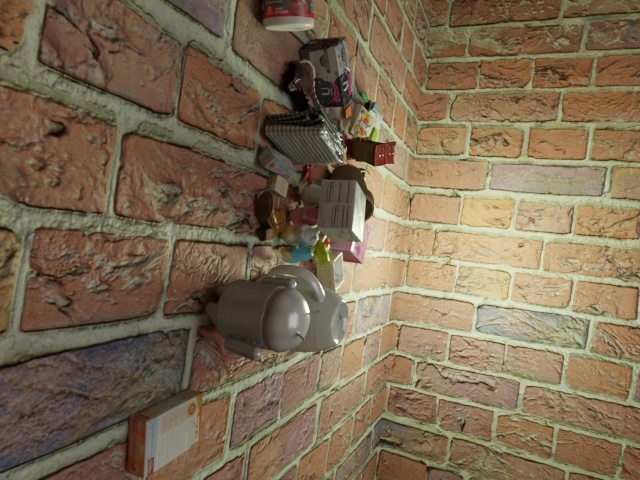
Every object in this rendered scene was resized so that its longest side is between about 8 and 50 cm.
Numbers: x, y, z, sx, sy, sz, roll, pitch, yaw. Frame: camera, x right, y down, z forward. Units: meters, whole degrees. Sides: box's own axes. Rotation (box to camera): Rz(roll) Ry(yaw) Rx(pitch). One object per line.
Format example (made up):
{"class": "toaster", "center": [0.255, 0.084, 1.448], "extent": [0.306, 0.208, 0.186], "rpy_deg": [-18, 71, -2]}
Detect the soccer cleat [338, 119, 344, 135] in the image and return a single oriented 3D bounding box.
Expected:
{"class": "soccer cleat", "center": [0.104, -0.552, 2.265], "extent": [0.029, 0.035, 0.083], "rpy_deg": [11, 86, -66]}

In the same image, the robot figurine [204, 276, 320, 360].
{"class": "robot figurine", "center": [-0.183, 0.234, 1.436], "extent": [0.200, 0.353, 0.300], "rpy_deg": [70, 34, -46]}

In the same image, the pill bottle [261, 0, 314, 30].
{"class": "pill bottle", "center": [-0.111, -0.871, 1.514], "extent": [0.176, 0.176, 0.319], "rpy_deg": [-35, 127, -60]}

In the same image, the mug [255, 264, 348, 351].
{"class": "mug", "center": [-0.084, 0.242, 1.695], "extent": [0.276, 0.328, 0.374], "rpy_deg": [-57, 145, -46]}

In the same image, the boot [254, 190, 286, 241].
{"class": "boot", "center": [-0.177, -0.103, 1.713], "extent": [0.152, 0.073, 0.197], "rpy_deg": [-33, 138, -59]}

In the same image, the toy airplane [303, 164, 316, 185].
{"class": "toy airplane", "center": [-0.048, -0.278, 2.006], "extent": [0.151, 0.028, 0.151], "rpy_deg": [8, 90, -66]}

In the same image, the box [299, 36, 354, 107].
{"class": "box", "center": [0.032, -0.691, 1.904], "extent": [0.142, 0.163, 0.247], "rpy_deg": [-60, 147, -44]}

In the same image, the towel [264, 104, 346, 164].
{"class": "towel", "center": [-0.053, -0.385, 1.713], "extent": [0.283, 0.235, 0.121], "rpy_deg": [38, 58, -64]}

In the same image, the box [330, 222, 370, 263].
{"class": "box", "center": [0.164, -0.014, 2.450], "extent": [0.243, 0.117, 0.214], "rpy_deg": [44, 57, -61]}

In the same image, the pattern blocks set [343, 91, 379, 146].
{"class": "pattern blocks set", "center": [0.211, -0.595, 2.380], "extent": [0.285, 0.026, 0.325], "rpy_deg": [15, 86, -47]}

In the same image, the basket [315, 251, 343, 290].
{"class": "basket", "center": [0.044, 0.145, 2.239], "extent": [0.113, 0.103, 0.167], "rpy_deg": [-44, 136, -55]}

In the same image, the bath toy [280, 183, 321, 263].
{"class": "bath toy", "center": [-0.071, -0.076, 1.893], "extent": [0.129, 0.151, 0.348], "rpy_deg": [125, -17, -58]}

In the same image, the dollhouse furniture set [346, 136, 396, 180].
{"class": "dollhouse furniture set", "center": [0.241, -0.327, 2.334], "extent": [0.152, 0.201, 0.374], "rpy_deg": [-15, 119, -39]}

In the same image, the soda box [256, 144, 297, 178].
{"class": "soda box", "center": [-0.157, -0.285, 1.690], "extent": [0.063, 0.058, 0.183], "rpy_deg": [57, 15, 18]}

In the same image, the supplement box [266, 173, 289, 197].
{"class": "supplement box", "center": [-0.162, -0.207, 1.755], "extent": [0.098, 0.036, 0.062], "rpy_deg": [32, 67, -64]}

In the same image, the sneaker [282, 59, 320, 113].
{"class": "sneaker", "center": [-0.086, -0.554, 1.777], "extent": [0.162, 0.106, 0.281], "rpy_deg": [-27, 110, -56]}

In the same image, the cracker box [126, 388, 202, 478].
{"class": "cracker box", "center": [-0.436, 0.538, 1.305], "extent": [0.232, 0.067, 0.156], "rpy_deg": [-3, 98, -67]}

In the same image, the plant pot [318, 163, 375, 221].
{"class": "plant pot", "center": [0.122, -0.232, 2.188], "extent": [0.263, 0.263, 0.229], "rpy_deg": [64, 21, -51]}

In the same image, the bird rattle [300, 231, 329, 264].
{"class": "bird rattle", "center": [0.000, 0.000, 2.119], "extent": [0.207, 0.143, 0.253], "rpy_deg": [99, 9, -57]}

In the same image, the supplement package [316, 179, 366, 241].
{"class": "supplement package", "center": [0.092, -0.117, 1.896], "extent": [0.262, 0.145, 0.204], "rpy_deg": [39, 55, -73]}

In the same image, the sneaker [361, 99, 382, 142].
{"class": "sneaker", "center": [0.243, -0.619, 2.504], "extent": [0.169, 0.108, 0.292], "rpy_deg": [37, 62, -52]}
